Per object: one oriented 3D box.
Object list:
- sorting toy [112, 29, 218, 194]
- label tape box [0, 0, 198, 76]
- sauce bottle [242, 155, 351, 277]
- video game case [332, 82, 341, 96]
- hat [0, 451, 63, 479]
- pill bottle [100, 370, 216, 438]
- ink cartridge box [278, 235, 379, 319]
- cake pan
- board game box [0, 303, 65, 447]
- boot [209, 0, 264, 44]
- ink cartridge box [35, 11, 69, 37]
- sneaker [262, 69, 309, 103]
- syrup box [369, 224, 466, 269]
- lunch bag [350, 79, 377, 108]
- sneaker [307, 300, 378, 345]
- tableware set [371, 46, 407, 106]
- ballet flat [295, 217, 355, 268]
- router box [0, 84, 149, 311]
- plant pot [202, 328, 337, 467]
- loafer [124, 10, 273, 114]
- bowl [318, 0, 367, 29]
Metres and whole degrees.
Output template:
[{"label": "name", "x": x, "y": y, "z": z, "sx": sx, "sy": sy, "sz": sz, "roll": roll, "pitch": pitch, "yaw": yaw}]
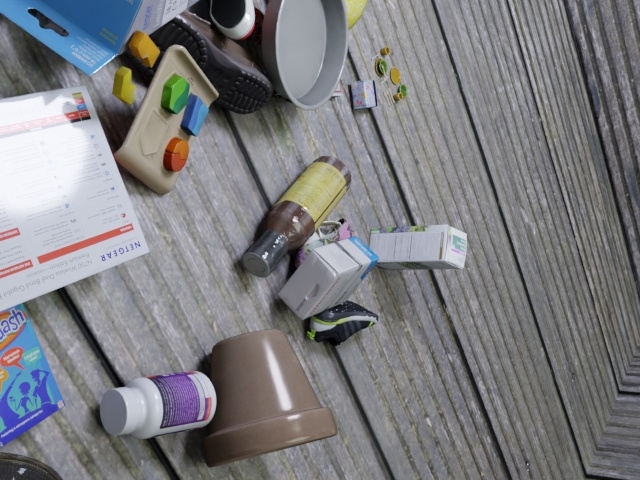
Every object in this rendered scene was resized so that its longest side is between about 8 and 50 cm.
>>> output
[{"label": "sorting toy", "x": -0.277, "y": -0.221, "z": 1.372, "sx": 0.229, "sy": 0.041, "sz": 0.307, "roll": -64, "pitch": 163, "yaw": -9}, {"label": "label tape box", "x": -0.355, "y": -0.448, "z": 1.289, "sx": 0.240, "sy": 0.106, "sz": 0.334, "roll": 35, "pitch": 50, "yaw": 4}, {"label": "sauce bottle", "x": -0.052, "y": -0.055, "z": 1.723, "sx": 0.344, "sy": 0.111, "sz": 0.111, "roll": -51, "pitch": 125, "yaw": -40}, {"label": "video game case", "x": -0.035, "y": -0.481, "z": 1.843, "sx": 0.204, "sy": 0.025, "sz": 0.285, "roll": -12, "pitch": 97, "yaw": -50}, {"label": "hat", "x": -0.474, "y": 0.482, "z": 1.151, "sx": 0.331, "sy": 0.134, "sz": 0.332, "roll": 6, "pitch": 82, "yaw": -50}, {"label": "pill bottle", "x": -0.291, "y": 0.296, "z": 1.407, "sx": 0.193, "sy": 0.108, "sz": 0.108, "roll": 4, "pitch": 84, "yaw": -51}, {"label": "ink cartridge box", "x": 0.021, "y": 0.080, "z": 1.743, "sx": 0.086, "sy": 0.148, "sz": 0.203, "roll": 45, "pitch": 26, "yaw": 17}, {"label": "cake pan", "x": -0.032, "y": -0.422, "z": 1.645, "sx": 0.293, "sy": 0.054, "sz": 0.293, "roll": -30, "pitch": 126, "yaw": -54}, {"label": "board game box", "x": -0.503, "y": 0.202, "z": 1.201, "sx": 0.160, "sy": 0.047, "sz": 0.210, "roll": -34, "pitch": 112, "yaw": -46}, {"label": "boot", "x": -0.146, "y": -0.438, "z": 1.577, "sx": 0.176, "sy": 0.088, "sz": 0.244, "roll": 44, "pitch": 15, "yaw": -42}, {"label": "ink cartridge box", "x": -0.438, "y": -0.373, "z": 1.337, "sx": 0.083, "sy": 0.028, "sz": 0.048, "roll": 32, "pitch": 63, "yaw": -45}, {"label": "sneaker", "x": -0.093, "y": -0.355, "z": 1.728, "sx": 0.162, "sy": 0.063, "sz": 0.073, "roll": 11, "pitch": 73, "yaw": -41}, {"label": "syrup box", "x": 0.242, "y": 0.019, "z": 1.978, "sx": 0.093, "sy": 0.236, "sz": 0.096, "roll": 19, "pitch": 73, "yaw": -48}, {"label": "lunch bag", "x": 0.118, "y": -0.374, "z": 2.001, "sx": 0.083, "sy": 0.053, "sz": 0.071, "roll": -19, "pitch": 103, "yaw": -59}, {"label": "sneaker", "x": 0.045, "y": 0.201, "z": 1.870, "sx": 0.234, "sy": 0.084, "sz": 0.097, "roll": 7, "pitch": 106, "yaw": -49}, {"label": "tableware set", "x": 0.193, "y": -0.447, "z": 2.120, "sx": 0.104, "sy": 0.024, "sz": 0.154, "roll": -46, "pitch": 121, "yaw": -42}, {"label": "ballet flat", "x": 0.000, "y": 0.000, "z": 1.821, "sx": 0.221, "sy": 0.077, "sz": 0.079, "roll": -28, "pitch": 92, "yaw": -49}, {"label": "router box", "x": -0.463, "y": -0.063, "z": 1.207, "sx": 0.335, "sy": 0.082, "sz": 0.301, "roll": -25, "pitch": 97, "yaw": -49}, {"label": "plant pot", "x": -0.115, "y": 0.302, "z": 1.541, "sx": 0.263, "sy": 0.263, "sz": 0.229, "roll": 6, "pitch": 66, "yaw": -50}, {"label": "loafer", "x": -0.252, "y": -0.368, "z": 1.516, "sx": 0.366, "sy": 0.134, "sz": 0.130, "roll": 29, "pitch": 30, "yaw": -46}, {"label": "bowl", "x": 0.032, "y": -0.608, "z": 1.792, "sx": 0.289, "sy": 0.156, "sz": 0.290, "roll": 4, "pitch": 84, "yaw": -51}]
